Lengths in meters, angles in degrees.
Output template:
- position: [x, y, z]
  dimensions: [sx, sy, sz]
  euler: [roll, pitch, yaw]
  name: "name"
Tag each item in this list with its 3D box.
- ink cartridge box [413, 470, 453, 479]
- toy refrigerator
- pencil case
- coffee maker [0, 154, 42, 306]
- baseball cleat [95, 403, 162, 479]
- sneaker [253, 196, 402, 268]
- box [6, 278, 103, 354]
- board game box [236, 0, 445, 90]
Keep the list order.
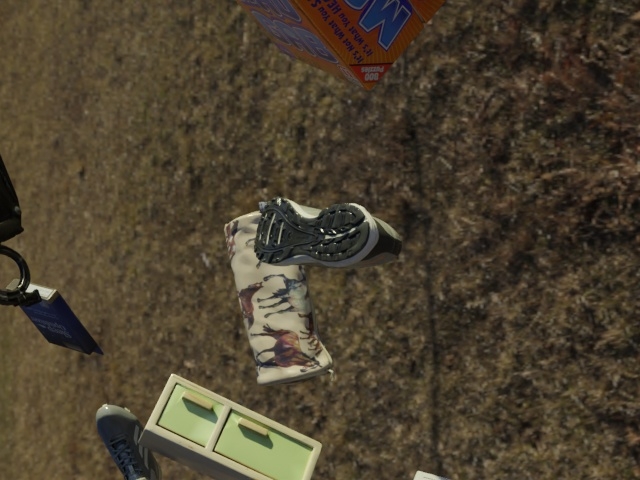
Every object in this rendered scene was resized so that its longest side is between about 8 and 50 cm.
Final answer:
- position: [0.185, 0.551, 1.463]
  dimensions: [0.087, 0.208, 0.153]
  euler: [9, 128, 23]
  name: "ink cartridge box"
- position: [-0.142, 0.324, 1.294]
  dimensions: [0.102, 0.269, 0.094]
  euler: [-67, 6, -34]
  name: "toy refrigerator"
- position: [-0.087, 0.126, 1.780]
  dimensions: [0.183, 0.160, 0.410]
  euler: [-18, 74, 14]
  name: "pencil case"
- position: [-0.312, -0.003, 0.558]
  dimensions: [0.178, 0.120, 0.171]
  euler: [-26, 72, 18]
  name: "coffee maker"
- position: [-0.328, 0.381, 1.415]
  dimensions: [0.109, 0.072, 0.206]
  euler: [-112, -4, -60]
  name: "baseball cleat"
- position: [0.000, 0.000, 1.156]
  dimensions: [0.271, 0.108, 0.100]
  euler: [8, 82, 49]
  name: "sneaker"
- position: [-0.575, 0.180, 1.771]
  dimensions: [0.136, 0.036, 0.225]
  euler: [9, 141, 32]
  name: "box"
- position: [0.019, -0.587, 1.634]
  dimensions: [0.356, 0.356, 0.356]
  euler: [-50, 41, -3]
  name: "board game box"
